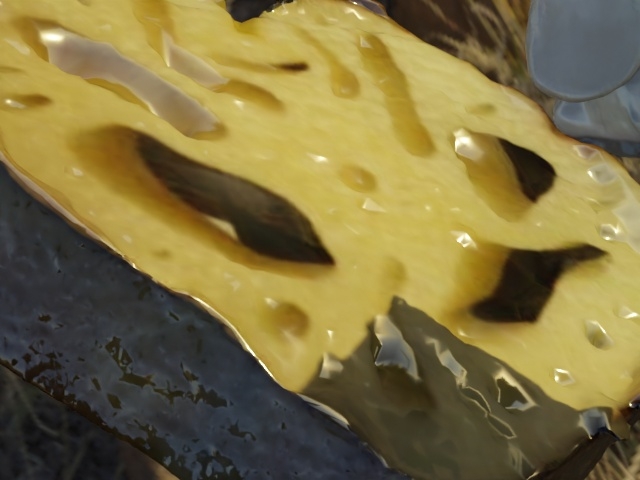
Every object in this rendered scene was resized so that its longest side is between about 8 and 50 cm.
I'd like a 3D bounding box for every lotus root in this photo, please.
[{"bbox_3d":[0.000,0.000,0.763,0.111,0.390,0.375,-63,25,26],"label":"lotus root"}]

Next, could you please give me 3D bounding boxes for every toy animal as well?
[{"bbox_3d":[0.248,-0.193,1.231,0.249,0.289,0.174,-47,25,-1],"label":"toy animal"}]
